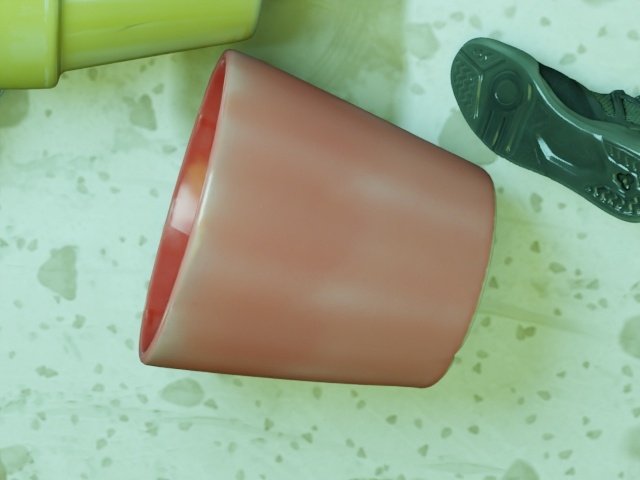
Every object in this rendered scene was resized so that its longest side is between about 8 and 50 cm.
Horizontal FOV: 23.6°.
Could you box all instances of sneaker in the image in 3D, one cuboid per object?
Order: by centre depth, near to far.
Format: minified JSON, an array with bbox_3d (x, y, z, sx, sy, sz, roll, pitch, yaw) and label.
[{"bbox_3d":[0.220,-0.100,1.306,0.228,0.130,0.087,33,117,24],"label":"sneaker"}]

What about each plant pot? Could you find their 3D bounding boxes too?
[{"bbox_3d":[-0.170,-0.246,1.222,0.239,0.254,0.254,0,110,-11],"label":"plant pot"},{"bbox_3d":[0.000,0.000,1.278,0.243,0.275,0.274,15,110,-10],"label":"plant pot"}]

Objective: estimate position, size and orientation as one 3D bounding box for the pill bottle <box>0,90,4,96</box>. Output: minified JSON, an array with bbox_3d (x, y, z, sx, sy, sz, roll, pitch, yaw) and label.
[{"bbox_3d":[-0.321,-0.130,1.321,0.078,0.137,0.078,2,109,7],"label":"pill bottle"}]
